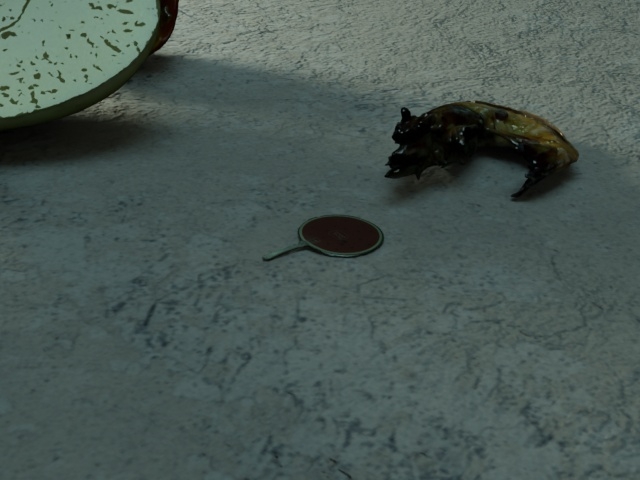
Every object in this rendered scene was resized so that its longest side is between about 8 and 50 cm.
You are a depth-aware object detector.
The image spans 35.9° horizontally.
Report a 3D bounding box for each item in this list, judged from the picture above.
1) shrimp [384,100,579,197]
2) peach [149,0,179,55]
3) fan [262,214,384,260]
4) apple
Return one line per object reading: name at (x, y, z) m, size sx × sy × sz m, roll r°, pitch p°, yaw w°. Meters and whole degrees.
shrimp at (0.188, -0.102, 1.105) m, size 0.178 × 0.075 × 0.289 m, roll 21°, pitch 20°, yaw 25°
peach at (-0.329, -0.333, 1.392) m, size 0.268 × 0.153 × 0.158 m, roll 0°, pitch 36°, yaw 7°
fan at (0.000, 0.000, 0.951) m, size 0.133 × 0.005 × 0.085 m, roll -16°, pitch 34°, yaw -32°
apple at (-0.389, -0.287, 1.140) m, size 0.361 × 0.311 × 0.320 m, roll -22°, pitch 27°, yaw -12°
